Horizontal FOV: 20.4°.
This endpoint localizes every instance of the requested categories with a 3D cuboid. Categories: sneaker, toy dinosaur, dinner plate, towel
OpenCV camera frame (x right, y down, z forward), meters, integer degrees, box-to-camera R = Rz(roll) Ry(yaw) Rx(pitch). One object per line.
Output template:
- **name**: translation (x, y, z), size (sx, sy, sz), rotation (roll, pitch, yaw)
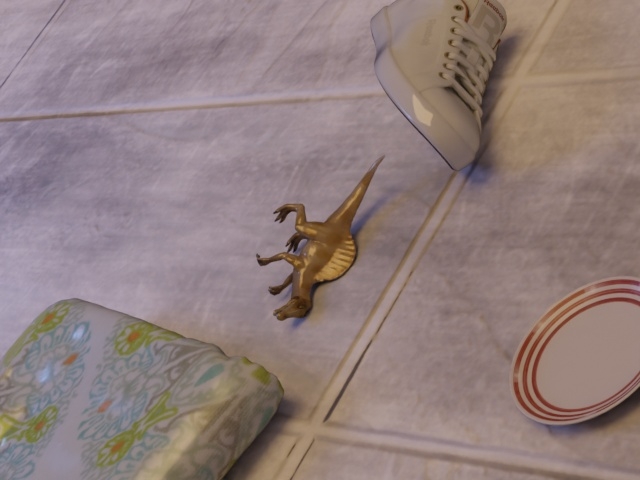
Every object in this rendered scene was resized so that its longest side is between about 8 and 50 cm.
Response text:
- **sneaker**: translation (0.121, -0.177, 1.678), size (0.123, 0.106, 0.290), rotation (-37, 30, 16)
- **toy dinosaur**: translation (0.000, 0.000, 1.674), size (0.093, 0.053, 0.183), rotation (19, 73, 39)
- **dinner plate**: translation (0.207, 0.086, 1.351), size (0.141, 0.017, 0.141), rotation (-29, 35, 23)
- **towel**: translation (-0.236, 0.210, 1.636), size (0.320, 0.090, 0.374), rotation (-53, 33, -15)
